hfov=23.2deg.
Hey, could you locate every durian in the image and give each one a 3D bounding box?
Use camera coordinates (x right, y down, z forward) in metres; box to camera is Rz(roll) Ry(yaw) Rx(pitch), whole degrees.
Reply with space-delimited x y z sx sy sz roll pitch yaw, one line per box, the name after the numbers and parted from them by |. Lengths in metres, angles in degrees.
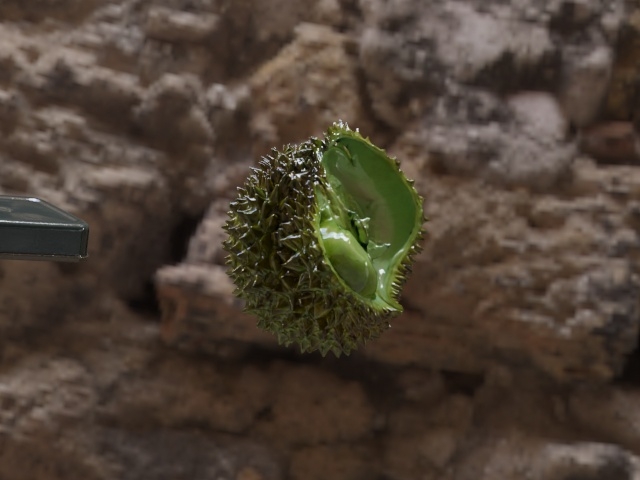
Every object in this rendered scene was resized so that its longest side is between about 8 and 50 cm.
-0.001 0.003 1.596 0.176 0.237 0.200 -18 -42 32 | durian

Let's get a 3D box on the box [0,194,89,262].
-0.243 -0.012 1.184 0.126 0.031 0.091 4 15 -44 | box
